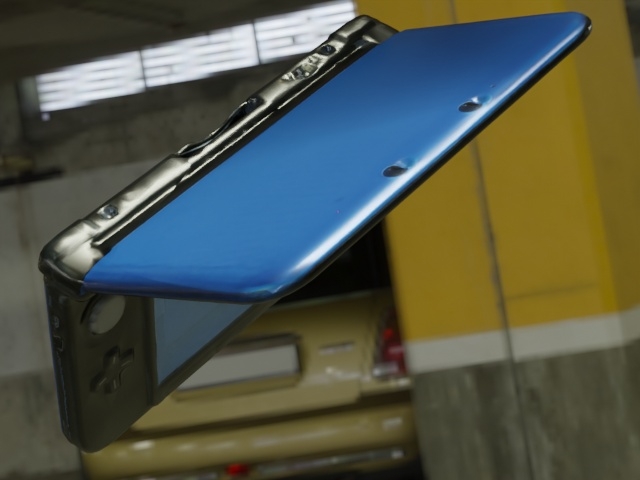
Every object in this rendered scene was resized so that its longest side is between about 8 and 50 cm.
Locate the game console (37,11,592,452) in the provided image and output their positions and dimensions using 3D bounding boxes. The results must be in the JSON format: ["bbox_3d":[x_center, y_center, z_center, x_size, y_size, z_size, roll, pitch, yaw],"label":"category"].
[{"bbox_3d":[0.000,0.000,0.879,0.173,0.250,0.293,31,51,25],"label":"game console"}]
